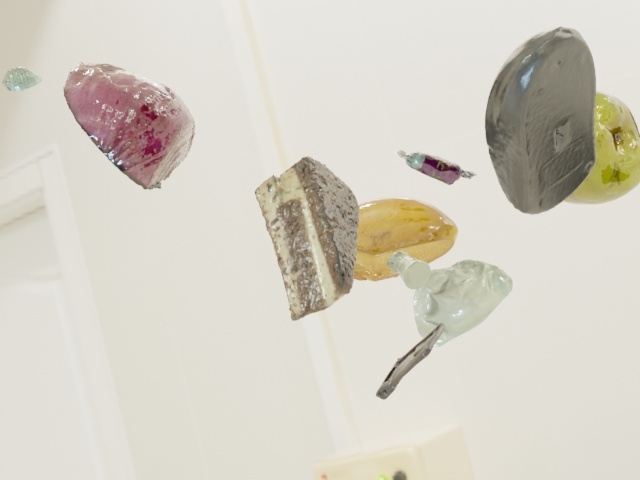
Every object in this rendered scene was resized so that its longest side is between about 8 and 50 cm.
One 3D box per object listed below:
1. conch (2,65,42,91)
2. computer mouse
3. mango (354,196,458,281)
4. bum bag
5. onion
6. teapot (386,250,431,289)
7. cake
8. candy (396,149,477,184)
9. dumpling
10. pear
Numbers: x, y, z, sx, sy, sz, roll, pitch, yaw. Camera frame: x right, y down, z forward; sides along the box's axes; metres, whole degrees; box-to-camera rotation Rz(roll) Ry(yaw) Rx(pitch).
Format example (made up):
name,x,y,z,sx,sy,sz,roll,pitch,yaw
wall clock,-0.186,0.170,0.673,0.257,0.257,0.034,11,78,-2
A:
name,x,y,z,sx,sy,sz,roll,pitch,yaw
conch,-0.693,-0.376,2.198,0.085,0.057,0.076,-33,35,-20
computer mouse,0.264,-0.152,1.157,0.137,0.086,0.270,-35,-41,-15
mango,0.165,-0.007,2.291,0.350,0.199,0.201,-13,-1,29
bum bag,0.167,0.219,1.718,0.159,0.026,0.109,-48,0,38
onion,-0.308,-0.228,1.629,0.111,0.247,0.250,-35,14,25
teapot,0.166,0.050,1.763,0.067,0.057,0.083,-10,25,-24
cake,0.006,0.010,1.394,0.112,0.246,0.135,-33,-34,23
candy,0.210,-0.132,1.729,0.175,0.043,0.045,16,8,-24
dumpling,0.294,0.118,2.030,0.229,0.151,0.124,-34,-7,-2
pear,0.430,-0.150,1.551,0.200,0.200,0.200,-15,-6,-2
